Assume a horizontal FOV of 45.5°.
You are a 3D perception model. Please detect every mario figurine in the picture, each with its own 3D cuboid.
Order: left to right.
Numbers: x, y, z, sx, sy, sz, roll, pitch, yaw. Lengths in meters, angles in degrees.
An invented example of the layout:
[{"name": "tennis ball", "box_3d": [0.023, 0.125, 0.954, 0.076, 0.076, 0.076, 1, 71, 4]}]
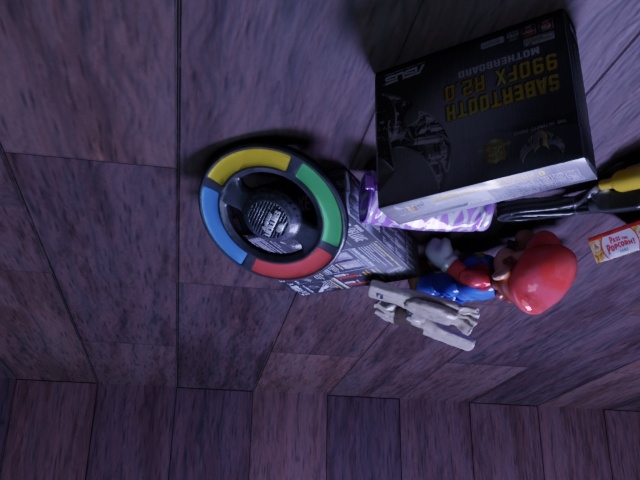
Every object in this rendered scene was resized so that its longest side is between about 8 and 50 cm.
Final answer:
[{"name": "mario figurine", "box_3d": [0.312, 0.040, 1.363, 0.198, 0.170, 0.321, -27, -171, -38]}]

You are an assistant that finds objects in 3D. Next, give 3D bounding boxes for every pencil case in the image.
[{"name": "pencil case", "box_3d": [0.156, -0.058, 1.115, 0.206, 0.086, 0.088, 1, 164, -10]}]

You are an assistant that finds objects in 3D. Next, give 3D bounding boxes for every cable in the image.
[{"name": "cable", "box_3d": [0.414, -0.074, 1.163, 0.287, 0.072, 0.139, -5, 176, 44]}]

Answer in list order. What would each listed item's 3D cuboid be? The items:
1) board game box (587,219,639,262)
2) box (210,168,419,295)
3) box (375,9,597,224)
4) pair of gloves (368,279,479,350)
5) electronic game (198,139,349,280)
[{"name": "board game box", "box_3d": [0.539, -0.023, 1.183, 0.147, 0.045, 0.193, -11, 169, -42]}, {"name": "box", "box_3d": [0.000, 0.000, 1.283, 0.243, 0.076, 0.307, -11, 154, 26]}, {"name": "box", "box_3d": [0.173, -0.131, 0.846, 0.231, 0.183, 0.056, -13, 153, 30]}, {"name": "pair of gloves", "box_3d": [0.191, 0.133, 1.404, 0.204, 0.042, 0.240, 19, 163, 16]}, {"name": "electronic game", "box_3d": [-0.070, -0.038, 1.107, 0.229, 0.048, 0.229, 9, 123, 14]}]
